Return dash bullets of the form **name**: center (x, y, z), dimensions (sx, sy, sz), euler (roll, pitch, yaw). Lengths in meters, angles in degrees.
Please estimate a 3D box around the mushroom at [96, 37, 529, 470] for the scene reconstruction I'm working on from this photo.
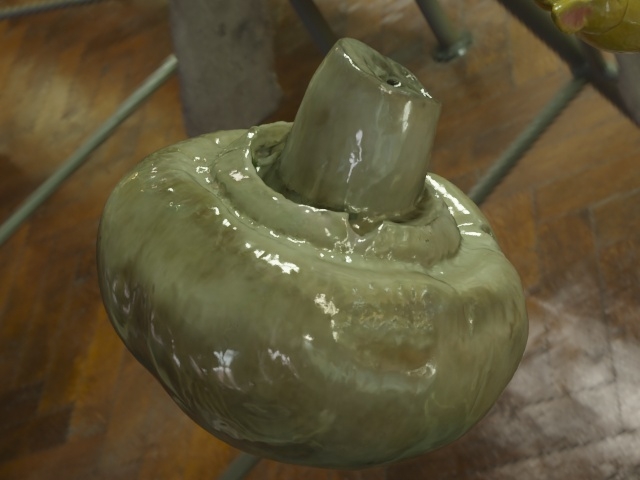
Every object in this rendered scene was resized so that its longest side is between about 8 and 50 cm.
- **mushroom**: center (0.000, 0.000, 0.732), dimensions (0.260, 0.234, 0.254), euler (12, 24, -3)

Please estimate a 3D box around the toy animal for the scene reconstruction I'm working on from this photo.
- **toy animal**: center (0.206, -0.173, 0.916), dimensions (0.083, 0.159, 0.070), euler (34, 111, 24)
